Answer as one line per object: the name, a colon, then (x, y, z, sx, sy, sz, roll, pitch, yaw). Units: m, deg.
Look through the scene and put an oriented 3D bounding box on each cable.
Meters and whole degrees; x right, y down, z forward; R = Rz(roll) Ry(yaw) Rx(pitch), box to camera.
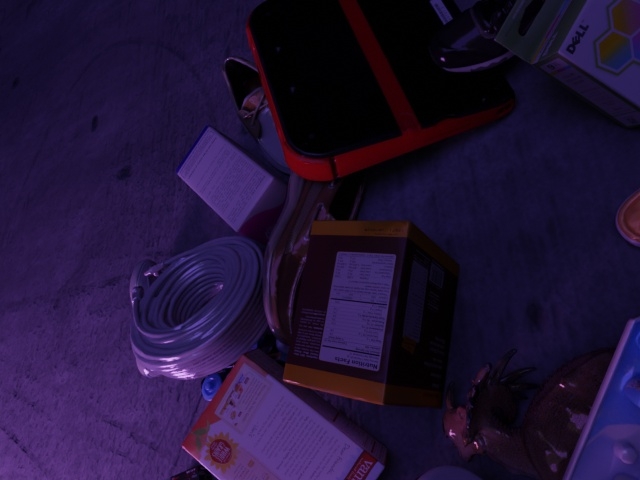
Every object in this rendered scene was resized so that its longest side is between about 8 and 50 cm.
cable: (-0.190, 0.105, 0.779, 0.257, 0.089, 0.257, -26, 37, 9)

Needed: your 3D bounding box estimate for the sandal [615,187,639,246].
sandal: (0.444, -0.084, 0.499, 0.265, 0.076, 0.102, -38, 57, 16)

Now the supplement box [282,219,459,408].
supplement box: (0.074, 0.096, 0.602, 0.129, 0.191, 0.194, 2, 74, 33)

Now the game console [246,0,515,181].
game console: (0.070, -0.292, 0.773, 0.341, 0.060, 0.387, -18, 63, -1)

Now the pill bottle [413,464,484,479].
pill bottle: (0.097, 0.335, 0.508, 0.209, 0.119, 0.119, -58, 48, 38)

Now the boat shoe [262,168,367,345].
boat shoe: (0.000, 0.000, 0.730, 0.116, 0.123, 0.325, 3, 75, 29)

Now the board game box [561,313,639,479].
board game box: (0.359, 0.302, 0.331, 0.389, 0.050, 0.390, 22, 92, 16)

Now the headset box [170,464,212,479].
headset box: (-0.202, 0.411, 0.767, 0.062, 0.032, 0.083, -30, 58, 21)

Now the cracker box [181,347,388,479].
cracker box: (-0.048, 0.278, 0.644, 0.232, 0.067, 0.156, 35, 94, 13)

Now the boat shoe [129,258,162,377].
boat shoe: (-0.300, 0.139, 0.907, 0.081, 0.079, 0.228, -18, 69, 16)

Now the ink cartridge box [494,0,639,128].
ink cartridge box: (0.327, -0.233, 0.562, 0.209, 0.062, 0.109, 30, 91, -6)

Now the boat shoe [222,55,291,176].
boat shoe: (-0.102, -0.231, 0.886, 0.113, 0.103, 0.302, -44, 56, 13)

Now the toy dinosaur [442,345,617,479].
toy dinosaur: (0.267, 0.178, 0.499, 0.295, 0.127, 0.200, -36, 51, 11)

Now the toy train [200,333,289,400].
toy train: (-0.115, 0.198, 0.760, 0.184, 0.080, 0.105, -16, 59, 28)

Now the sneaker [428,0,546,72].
sneaker: (0.275, -0.335, 0.640, 0.283, 0.124, 0.107, -21, 61, 13)

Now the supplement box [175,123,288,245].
supplement box: (-0.142, -0.099, 0.860, 0.220, 0.111, 0.114, 39, 96, 36)
